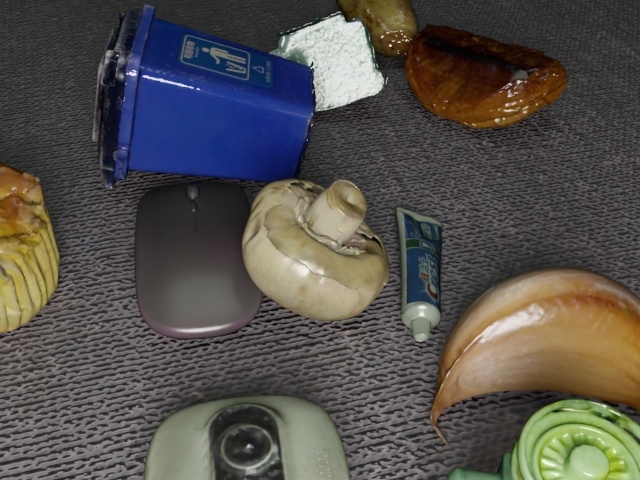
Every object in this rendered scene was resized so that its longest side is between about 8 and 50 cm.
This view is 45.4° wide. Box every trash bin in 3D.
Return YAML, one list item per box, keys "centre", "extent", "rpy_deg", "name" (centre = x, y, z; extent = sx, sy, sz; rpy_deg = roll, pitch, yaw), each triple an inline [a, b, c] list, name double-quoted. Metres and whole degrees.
- centre: [-0.134, -0.145, 0.882]
  extent: [0.235, 0.184, 0.162]
  rpy_deg: [9, 41, -12]
  name: "trash bin"

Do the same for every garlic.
- centre: [0.185, 0.082, 0.661]
  extent: [0.207, 0.128, 0.115]
  rpy_deg: [-7, 16, -1]
  name: "garlic"

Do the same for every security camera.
- centre: [-0.038, 0.229, 0.482]
  extent: [0.157, 0.080, 0.301]
  rpy_deg: [-4, 42, -9]
  name: "security camera"

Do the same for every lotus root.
- centre: [0.086, -0.369, 1.216]
  extent: [0.110, 0.097, 0.258]
  rpy_deg: [-11, 48, -5]
  name: "lotus root"

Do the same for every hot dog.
- centre: [0.217, -0.224, 1.036]
  extent: [0.160, 0.099, 0.227]
  rpy_deg: [-25, 45, -30]
  name: "hot dog"

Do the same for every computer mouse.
- centre: [-0.123, 0.006, 0.765]
  extent: [0.120, 0.057, 0.232]
  rpy_deg: [-4, 40, -8]
  name: "computer mouse"

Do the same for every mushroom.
- centre: [0.000, 0.000, 0.712]
  extent: [0.154, 0.122, 0.154]
  rpy_deg: [26, 30, -16]
  name: "mushroom"

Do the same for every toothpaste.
- centre: [0.100, 0.029, 0.769]
  extent: [0.057, 0.034, 0.197]
  rpy_deg: [18, 37, -7]
  name: "toothpaste"

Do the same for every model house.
- centre: [0.009, -0.245, 1.062]
  extent: [0.148, 0.119, 0.148]
  rpy_deg: [-19, 13, 9]
  name: "model house"

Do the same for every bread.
- centre: [-0.375, 0.003, 0.698]
  extent: [0.250, 0.133, 0.179]
  rpy_deg: [1, 35, -3]
  name: "bread"

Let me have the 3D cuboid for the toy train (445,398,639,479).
- centre: [0.204, 0.213, 0.452]
  extent: [0.272, 0.159, 0.188]
  rpy_deg: [8, 45, 6]
  name: "toy train"
